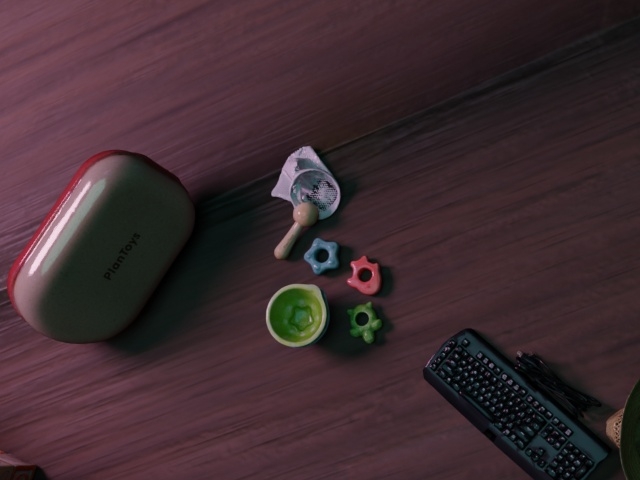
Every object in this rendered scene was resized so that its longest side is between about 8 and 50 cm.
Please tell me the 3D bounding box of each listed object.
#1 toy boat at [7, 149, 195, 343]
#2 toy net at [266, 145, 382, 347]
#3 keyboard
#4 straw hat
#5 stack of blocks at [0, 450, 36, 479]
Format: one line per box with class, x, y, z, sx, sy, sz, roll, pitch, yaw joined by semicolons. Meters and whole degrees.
toy boat;-0.262;0.000;1.052;0.231;0.151;0.151;-56;39;-1
toy net;0.000;0.000;1.005;0.122;0.045;0.232;-8;75;15
keyboard;0.197;0.159;0.914;0.192;0.038;0.100;41;91;20
straw hat;0.304;0.179;0.858;0.061;0.144;0.145;-3;73;59
stack of blocks;-0.434;0.300;0.935;0.087;0.297;0.171;15;83;20
